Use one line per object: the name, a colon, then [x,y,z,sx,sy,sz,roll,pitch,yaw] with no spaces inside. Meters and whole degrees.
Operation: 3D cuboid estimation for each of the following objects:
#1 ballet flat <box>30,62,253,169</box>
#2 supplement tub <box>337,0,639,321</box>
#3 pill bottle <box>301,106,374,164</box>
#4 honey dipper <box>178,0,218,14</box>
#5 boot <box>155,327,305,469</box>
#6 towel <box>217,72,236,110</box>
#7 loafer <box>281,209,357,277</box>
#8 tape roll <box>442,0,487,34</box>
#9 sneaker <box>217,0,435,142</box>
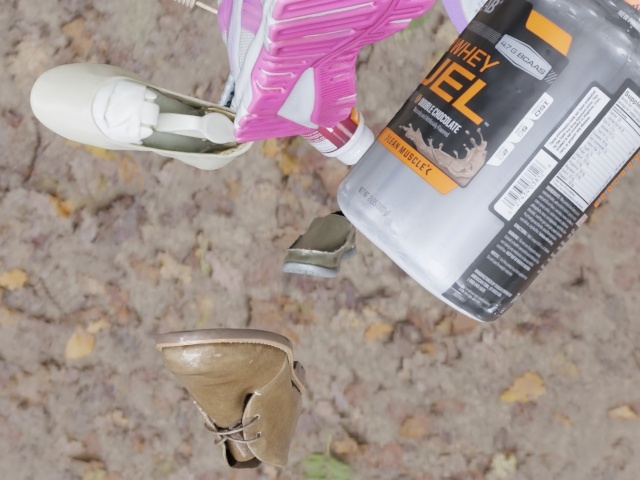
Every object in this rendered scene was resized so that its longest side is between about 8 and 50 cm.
ballet flat: [-0.167,-0.125,1.068,0.248,0.086,0.086,9,126,-44]
supplement tub: [0.191,-0.107,1.008,0.207,0.207,0.338,37,98,-18]
pill bottle: [0.008,-0.178,1.554,0.086,0.086,0.152,-38,130,20]
honey dipper: [-0.194,-0.427,1.972,0.160,0.030,0.030,24,117,-13]
boot: [-0.078,0.160,1.051,0.112,0.115,0.305,-3,159,15]
towel: [-0.003,-0.340,1.572,0.056,0.312,0.324,37,125,18]
loafer: [0.000,0.000,1.712,0.094,0.251,0.087,6,102,12]
tape roll: [0.294,-0.320,1.471,0.090,0.275,0.275,-46,113,-12]
sneaker: [-0.011,-0.157,0.623,0.103,0.111,0.252,-10,163,-25]
